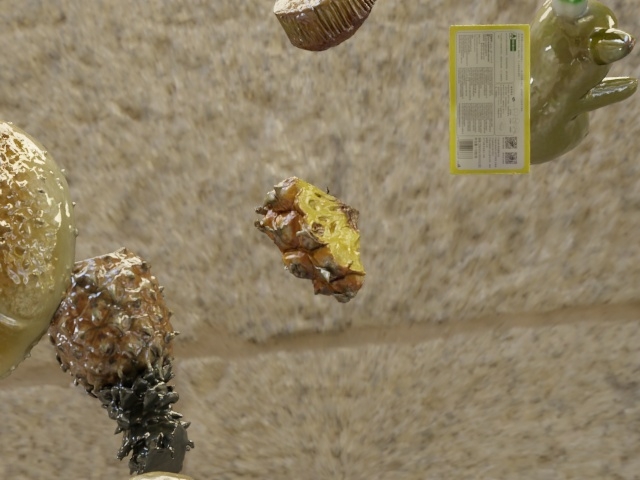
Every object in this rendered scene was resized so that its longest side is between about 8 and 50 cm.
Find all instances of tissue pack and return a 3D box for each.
[{"bbox_3d":[0.200,-0.166,1.451,0.095,0.062,0.176,-1,93,7],"label":"tissue pack"}]

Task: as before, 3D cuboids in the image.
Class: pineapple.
[{"bbox_3d":[-0.224,0.154,1.399,0.158,0.158,0.278,-22,67,-4],"label":"pineapple"},{"bbox_3d":[0.000,0.000,1.241,0.069,0.116,0.137,-39,83,36],"label":"pineapple"}]

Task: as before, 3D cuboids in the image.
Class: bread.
[{"bbox_3d":[0.007,-0.195,1.031,0.085,0.085,0.053,-41,122,-7],"label":"bread"},{"bbox_3d":[-0.381,0.004,1.191,0.305,0.159,0.305,-9,70,26],"label":"bread"}]

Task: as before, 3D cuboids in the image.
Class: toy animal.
[{"bbox_3d":[0.337,-0.250,1.648,0.181,0.363,0.180,47,50,12],"label":"toy animal"}]

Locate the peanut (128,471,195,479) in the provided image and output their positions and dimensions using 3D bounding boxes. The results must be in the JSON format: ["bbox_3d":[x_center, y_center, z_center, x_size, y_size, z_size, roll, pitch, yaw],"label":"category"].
[{"bbox_3d":[-0.142,0.272,1.093,0.129,0.224,0.129,1,81,-6],"label":"peanut"}]
